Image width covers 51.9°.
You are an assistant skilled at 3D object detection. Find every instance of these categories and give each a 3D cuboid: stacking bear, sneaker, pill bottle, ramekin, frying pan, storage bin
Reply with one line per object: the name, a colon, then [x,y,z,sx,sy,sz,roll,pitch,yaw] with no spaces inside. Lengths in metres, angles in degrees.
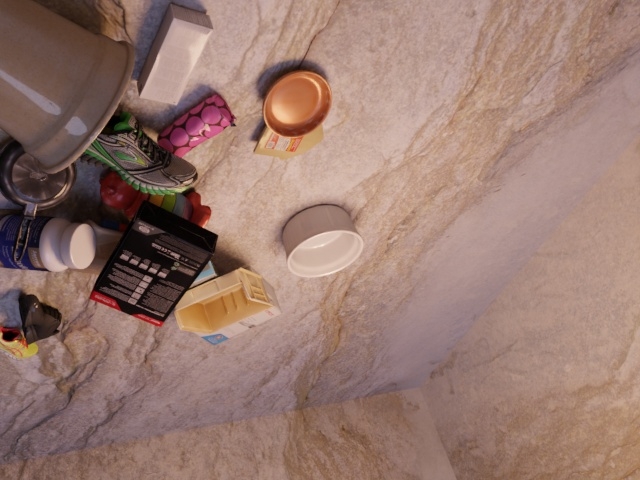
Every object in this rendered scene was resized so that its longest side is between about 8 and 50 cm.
stacking bear: [-0.486,-0.106,1.871,0.289,0.175,0.164,29,99,-36]
sneaker: [-0.467,-0.226,1.647,0.344,0.134,0.146,23,127,-18]
sneaker: [-0.944,0.253,2.223,0.130,0.109,0.286,-11,156,-25]
pill bottle: [-0.765,0.008,1.805,0.265,0.153,0.153,3,150,13]
ramekin: [0.000,0.000,2.304,0.278,0.135,0.277,-13,147,-9]
frying pan: [-0.750,-0.116,1.657,0.197,0.053,0.326,38,82,-37]
storage bin: [-0.332,0.209,2.247,0.263,0.123,0.260,-23,164,10]
sneaker: [-1.071,0.356,2.311,0.094,0.081,0.208,-33,145,16]

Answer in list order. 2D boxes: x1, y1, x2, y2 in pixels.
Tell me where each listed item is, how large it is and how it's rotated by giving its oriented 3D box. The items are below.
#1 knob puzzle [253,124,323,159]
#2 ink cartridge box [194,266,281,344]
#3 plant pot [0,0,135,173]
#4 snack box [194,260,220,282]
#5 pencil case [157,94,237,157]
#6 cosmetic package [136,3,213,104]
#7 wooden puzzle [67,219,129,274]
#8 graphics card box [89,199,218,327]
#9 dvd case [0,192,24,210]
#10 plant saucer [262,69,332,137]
knob puzzle: [-0.078,-0.312,1.893,0.213,0.030,0.213,-16,144,-12]
ink cartridge box: [-0.337,0.253,2.504,0.308,0.129,0.223,-26,146,9]
plant pot: [-0.602,-0.355,1.327,0.334,0.333,0.305,-35,133,23]
snack box: [-0.435,0.128,2.185,0.187,0.060,0.322,-22,177,-7]
pencil case: [-0.327,-0.292,1.742,0.209,0.095,0.098,-28,162,16]
cosmetic package: [-0.346,-0.431,1.547,0.099,0.060,0.239,8,139,-33]
wooden puzzle: [-0.614,0.032,2.026,0.348,0.080,0.322,20,146,-38]
graphics card box: [-0.478,0.076,1.872,0.233,0.094,0.371,27,128,-19]
dvd case: [-0.887,-0.119,1.698,0.253,0.022,0.180,3,163,-32]
plant saucer: [-0.065,-0.370,1.775,0.200,0.037,0.199,-16,134,-17]
